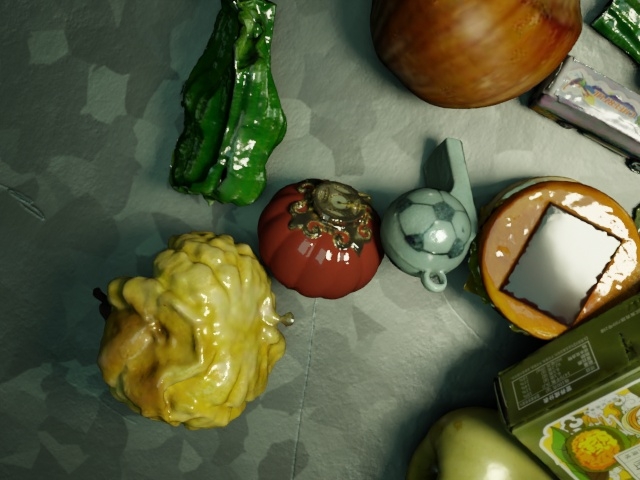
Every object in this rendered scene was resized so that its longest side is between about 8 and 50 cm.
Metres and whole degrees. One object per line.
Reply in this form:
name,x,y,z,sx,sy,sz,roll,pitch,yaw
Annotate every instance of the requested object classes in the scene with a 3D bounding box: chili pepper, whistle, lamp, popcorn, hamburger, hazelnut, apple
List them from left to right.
popcorn,-0.244,0.153,1.282,0.381,0.349,0.349,3,94,29
chili pepper,-0.140,-0.245,1.295,0.167,0.213,0.385,6,100,-39
lamp,0.000,0.000,1.285,0.226,0.227,0.227,0,94,3
whistle,0.172,-0.043,1.237,0.163,0.163,0.290,-7,59,4
hazelnut,0.245,-0.397,1.207,0.372,0.315,0.372,0,90,33
apple,0.276,0.420,1.271,0.262,0.262,0.262,0,94,3
hamburger,0.387,0.028,1.250,0.290,0.225,0.291,0,96,3
chili pepper,0.583,-0.336,1.301,0.227,0.059,0.088,43,101,-2

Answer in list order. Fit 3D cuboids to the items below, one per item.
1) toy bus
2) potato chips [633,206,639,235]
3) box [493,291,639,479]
toy bus,0.524,-0.204,1.273,0.317,0.138,0.112,29,95,2
potato chips,0.595,0.011,1.338,0.091,0.028,0.208,18,93,3
box,0.546,0.260,1.145,0.420,0.138,0.373,-35,115,24
